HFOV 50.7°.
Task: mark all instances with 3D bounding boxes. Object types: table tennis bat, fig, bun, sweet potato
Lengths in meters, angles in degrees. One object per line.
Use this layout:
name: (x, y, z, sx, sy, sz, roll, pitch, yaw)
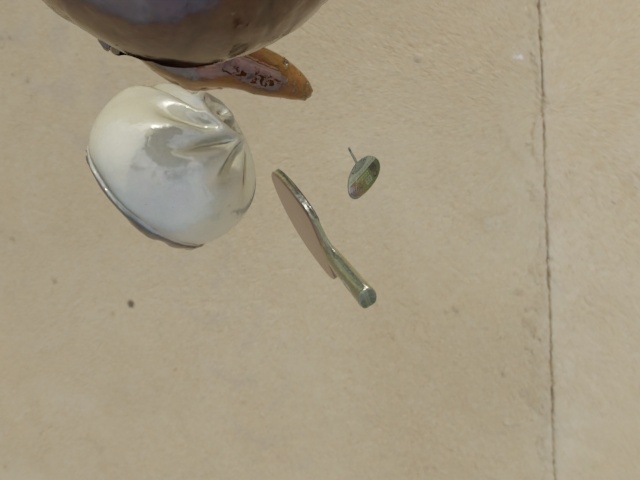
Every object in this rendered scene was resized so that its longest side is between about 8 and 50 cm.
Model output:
table tennis bat: (0.000, 0.000, 0.816, 0.022, 0.246, 0.138, -29, 131, -8)
fig: (-0.082, -0.205, 0.400, 0.234, 0.235, 0.215, 17, 112, 15)
bun: (-0.133, -0.086, 0.661, 0.120, 0.173, 0.173, -40, 86, 23)
sweet potato: (-0.180, -0.265, 0.947, 0.359, 0.112, 0.112, 21, 108, -7)

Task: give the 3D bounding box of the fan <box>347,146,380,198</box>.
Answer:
fan: (0.056, -0.092, 0.863, 0.003, 0.060, 0.080, 31, 136, 38)
